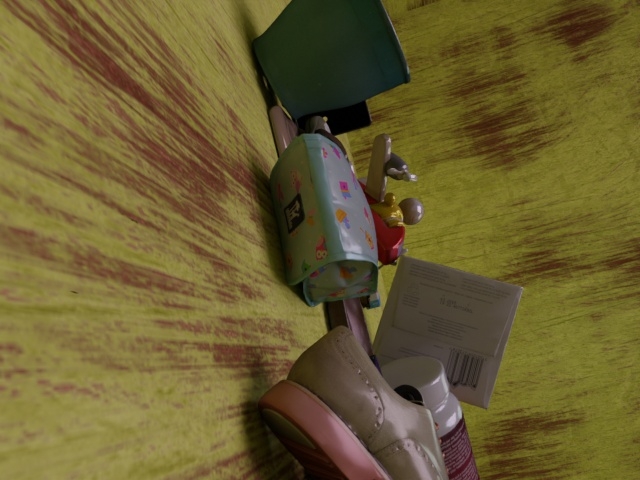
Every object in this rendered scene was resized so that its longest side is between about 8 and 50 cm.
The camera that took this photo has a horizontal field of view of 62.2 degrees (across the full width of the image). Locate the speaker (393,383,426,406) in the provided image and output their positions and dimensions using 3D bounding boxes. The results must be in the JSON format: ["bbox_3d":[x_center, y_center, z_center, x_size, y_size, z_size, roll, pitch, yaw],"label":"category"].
[{"bbox_3d":[0.145,0.276,0.848,0.136,0.055,0.055,64,14,-55],"label":"speaker"}]

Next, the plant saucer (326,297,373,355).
[{"bbox_3d":[0.069,0.207,1.206,0.310,0.050,0.311,-14,90,-81],"label":"plant saucer"}]

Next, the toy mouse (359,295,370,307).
[{"bbox_3d":[0.137,0.161,1.742,0.161,0.031,0.143,62,16,-55],"label":"toy mouse"}]

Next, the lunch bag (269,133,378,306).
[{"bbox_3d":[0.009,-0.027,0.887,0.262,0.160,0.224,66,12,-70],"label":"lunch bag"}]

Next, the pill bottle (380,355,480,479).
[{"bbox_3d":[0.258,0.505,1.313,0.224,0.223,0.393,-64,138,-76],"label":"pill bottle"}]

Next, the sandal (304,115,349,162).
[{"bbox_3d":[0.016,-0.194,1.166,0.303,0.086,0.120,-90,160,-48],"label":"sandal"}]

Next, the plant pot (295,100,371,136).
[{"bbox_3d":[0.011,-0.364,1.402,0.167,0.187,0.188,-122,-165,-81],"label":"plant pot"}]

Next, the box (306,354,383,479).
[{"bbox_3d":[0.055,0.299,0.786,0.207,0.108,0.153,-88,161,-63],"label":"box"}]

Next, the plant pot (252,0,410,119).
[{"bbox_3d":[0.011,-0.389,1.092,0.272,0.255,0.272,60,11,-19],"label":"plant pot"}]

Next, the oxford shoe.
[{"bbox_3d":[0.110,0.268,0.601,0.397,0.140,0.146,51,59,-14],"label":"oxford shoe"}]

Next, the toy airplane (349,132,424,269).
[{"bbox_3d":[0.184,-0.097,1.670,0.386,0.272,0.385,119,-32,-80],"label":"toy airplane"}]

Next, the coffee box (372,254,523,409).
[{"bbox_3d":[0.352,0.250,1.563,0.334,0.337,0.339,24,83,-79],"label":"coffee box"}]

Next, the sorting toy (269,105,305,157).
[{"bbox_3d":[-0.053,-0.169,1.133,0.208,0.038,0.193,7,68,-75],"label":"sorting toy"}]

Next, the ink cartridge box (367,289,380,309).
[{"bbox_3d":[0.174,0.171,1.885,0.088,0.052,0.123,-66,139,-75],"label":"ink cartridge box"}]
